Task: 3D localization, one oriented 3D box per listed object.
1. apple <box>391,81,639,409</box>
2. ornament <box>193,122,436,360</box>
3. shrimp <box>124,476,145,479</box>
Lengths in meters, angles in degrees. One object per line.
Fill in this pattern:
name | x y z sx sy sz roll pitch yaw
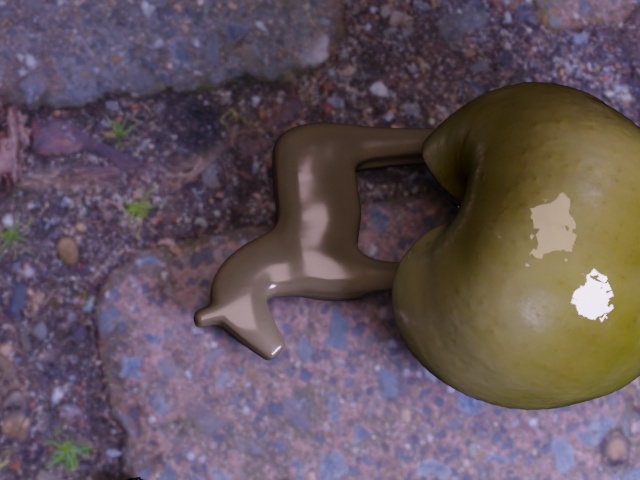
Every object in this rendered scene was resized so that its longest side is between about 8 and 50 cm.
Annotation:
apple | 0.220 0.002 1.713 0.258 0.233 0.295 28 63 -21
ornament | 0.000 0.000 1.786 0.245 0.061 0.230 1 75 -11
shrimp | -0.165 0.287 1.683 0.217 0.051 0.150 -14 68 -8
